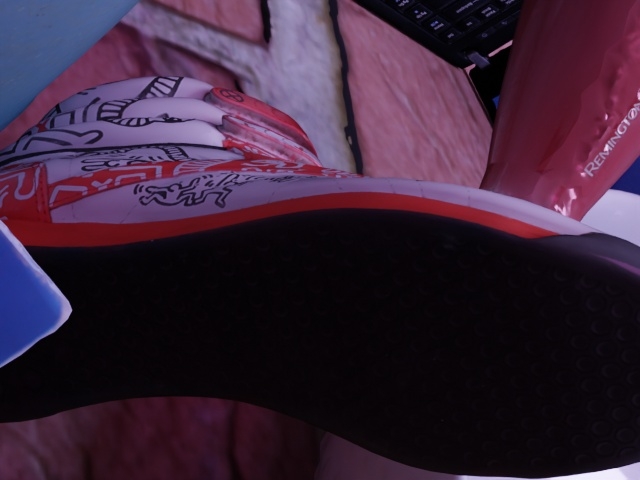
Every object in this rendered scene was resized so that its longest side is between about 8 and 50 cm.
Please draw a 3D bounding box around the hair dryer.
[{"bbox_3d":[0.174,-0.075,0.677,0.293,0.080,0.224,-22,97,-28],"label":"hair dryer"}]

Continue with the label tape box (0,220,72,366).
[{"bbox_3d":[-0.245,-0.025,0.269,0.348,0.249,0.115,51,12,-18],"label":"label tape box"}]

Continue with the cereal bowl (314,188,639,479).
[{"bbox_3d":[0.115,0.156,0.699,0.339,0.141,0.339,30,45,-36],"label":"cereal bowl"}]

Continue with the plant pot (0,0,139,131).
[{"bbox_3d":[-0.126,-0.174,0.537,0.271,0.255,0.272,29,47,-36],"label":"plant pot"}]

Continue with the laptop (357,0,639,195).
[{"bbox_3d":[0.135,-0.101,0.821,0.264,0.234,0.137,28,46,-38],"label":"laptop"}]

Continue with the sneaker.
[{"bbox_3d":[-0.001,-0.001,0.584,0.145,0.270,0.090,-58,145,-58],"label":"sneaker"}]
